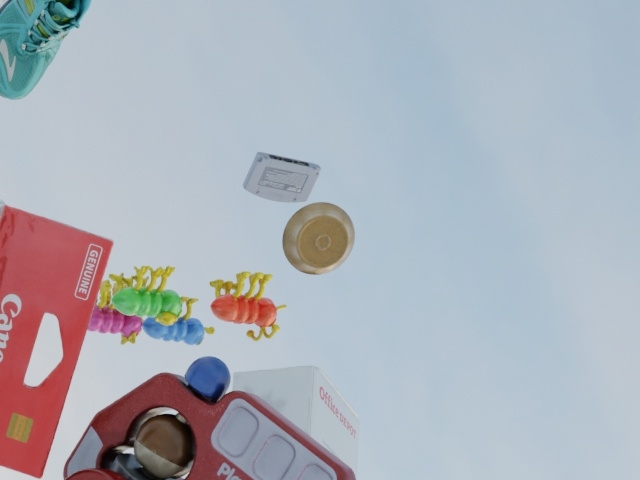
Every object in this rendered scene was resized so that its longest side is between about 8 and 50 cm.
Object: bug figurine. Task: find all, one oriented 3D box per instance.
[{"bbox_3d":[-0.182,0.090,1.887,0.279,0.216,0.072,-19,-114,57],"label":"bug figurine"}]

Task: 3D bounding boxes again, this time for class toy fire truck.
[{"bbox_3d":[-0.131,0.269,1.663,0.302,0.169,0.254,36,-84,28],"label":"toy fire truck"}]

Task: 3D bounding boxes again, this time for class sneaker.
[{"bbox_3d":[-0.379,-0.312,2.106,0.275,0.107,0.110,-59,-148,14],"label":"sneaker"}]

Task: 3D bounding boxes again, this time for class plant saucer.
[{"bbox_3d":[0.000,0.000,1.673,0.015,0.083,0.083,-135,-147,-66],"label":"plant saucer"}]

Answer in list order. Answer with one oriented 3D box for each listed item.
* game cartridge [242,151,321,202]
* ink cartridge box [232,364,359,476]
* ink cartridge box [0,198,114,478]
[{"bbox_3d":[-0.047,-0.072,1.790,0.056,0.083,0.017,-65,-151,26],"label":"game cartridge"},{"bbox_3d":[-0.040,0.356,2.118,0.223,0.129,0.307,56,33,-57],"label":"ink cartridge box"},{"bbox_3d":[-0.389,0.095,1.639,0.066,0.261,0.296,-61,169,-77],"label":"ink cartridge box"}]
